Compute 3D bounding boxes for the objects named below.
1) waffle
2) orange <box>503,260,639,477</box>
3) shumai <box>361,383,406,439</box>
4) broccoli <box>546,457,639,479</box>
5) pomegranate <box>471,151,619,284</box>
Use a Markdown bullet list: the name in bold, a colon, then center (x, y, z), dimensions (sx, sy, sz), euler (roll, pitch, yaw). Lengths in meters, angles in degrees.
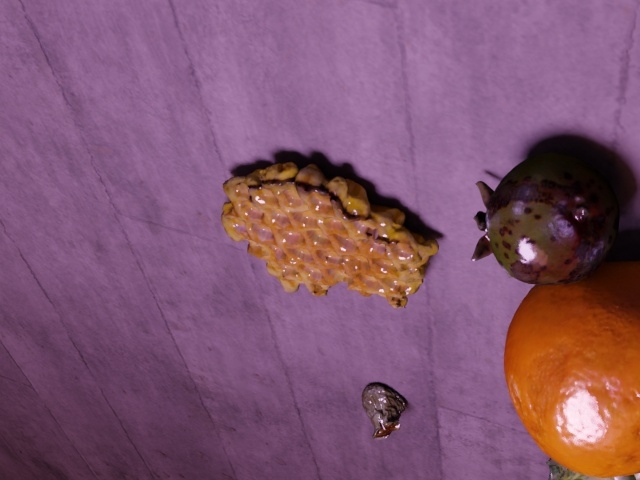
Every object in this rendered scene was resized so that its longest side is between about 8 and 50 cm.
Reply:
- **waffle**: center (0.006, -0.001, 1.509), dimensions (0.281, 0.058, 0.301), euler (43, 149, -26)
- **orange**: center (0.334, 0.137, 1.276), dimensions (0.261, 0.261, 0.261), euler (20, 150, 12)
- **shumai**: center (0.095, 0.284, 1.870), dimensions (0.082, 0.080, 0.083), euler (22, 153, 11)
- **broccoli**: center (0.453, 0.344, 1.503), dimensions (0.249, 0.302, 0.375), euler (-10, 148, -14)
- **pomegranate**: center (0.228, -0.020, 1.220), dimensions (0.169, 0.148, 0.148), euler (-11, 134, 45)
